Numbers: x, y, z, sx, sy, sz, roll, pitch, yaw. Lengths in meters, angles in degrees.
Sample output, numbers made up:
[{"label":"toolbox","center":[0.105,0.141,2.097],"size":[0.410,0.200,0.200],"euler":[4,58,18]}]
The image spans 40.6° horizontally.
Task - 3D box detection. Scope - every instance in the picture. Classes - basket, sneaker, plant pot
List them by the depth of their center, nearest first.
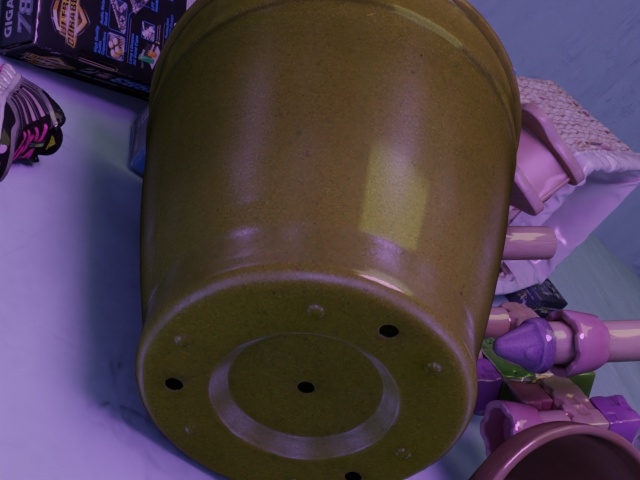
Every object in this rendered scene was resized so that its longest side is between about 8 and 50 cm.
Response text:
[{"label":"plant pot","center":[0.000,0.000,0.723],"size":[0.366,0.366,0.353],"euler":[38,32,-23]},{"label":"sneaker","center":[-0.255,-0.094,0.739],"size":[0.075,0.063,0.170],"euler":[29,20,-27]},{"label":"plant pot","center":[0.194,0.277,0.789],"size":[0.237,0.237,0.110],"euler":[38,-17,-22]},{"label":"basket","center":[0.355,-0.104,1.559],"size":[0.328,0.331,0.266],"euler":[-6,52,-51]}]

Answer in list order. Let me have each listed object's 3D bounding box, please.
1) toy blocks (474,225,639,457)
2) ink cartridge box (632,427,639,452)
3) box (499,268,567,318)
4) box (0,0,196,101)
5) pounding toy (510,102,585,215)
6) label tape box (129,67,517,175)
[{"label":"toy blocks","center":[0.171,0.161,0.968],"size":[0.260,0.309,0.288],"euler":[0,26,-20]},{"label":"ink cartridge box","center":[0.548,0.424,1.302],"size":[0.273,0.114,0.197],"euler":[49,20,6]},{"label":"box","center":[0.402,0.056,1.810],"size":[0.183,0.059,0.232],"euler":[12,39,-58]},{"label":"box","center":[-0.212,-0.318,0.987],"size":[0.293,0.073,0.295],"euler":[9,82,-53]},{"label":"pounding toy","center":[0.177,-0.077,1.065],"size":[0.154,0.155,0.269],"euler":[60,-14,-26]},{"label":"label tape box","center":[-0.004,-0.153,0.948],"size":[0.249,0.348,0.115],"euler":[36,21,-28]}]
